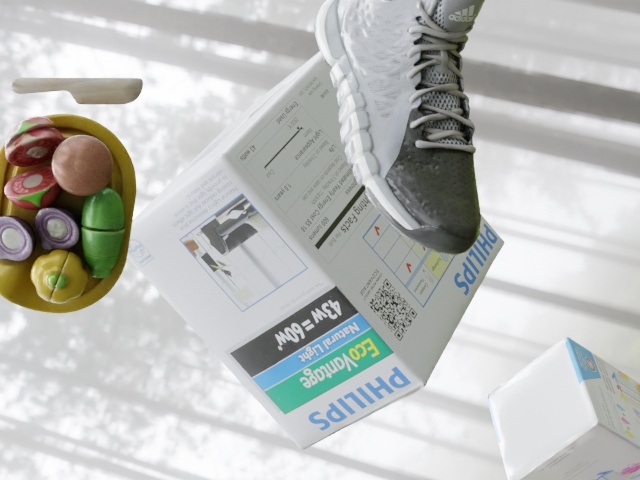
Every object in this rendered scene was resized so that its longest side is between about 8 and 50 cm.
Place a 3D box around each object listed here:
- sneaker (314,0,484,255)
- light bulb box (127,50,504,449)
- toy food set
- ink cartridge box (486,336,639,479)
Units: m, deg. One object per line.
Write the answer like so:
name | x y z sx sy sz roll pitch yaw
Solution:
sneaker | 0.074 -0.112 0.859 0.086 0.228 0.132 6 -39 -39
light bulb box | 0.000 0.000 1.654 0.225 0.361 0.358 -34 11 37
toy food set | -0.226 -0.039 1.118 0.071 0.128 0.217 -125 42 -82
ink cartridge box | 0.218 0.159 1.019 0.090 0.143 0.092 -43 34 26
